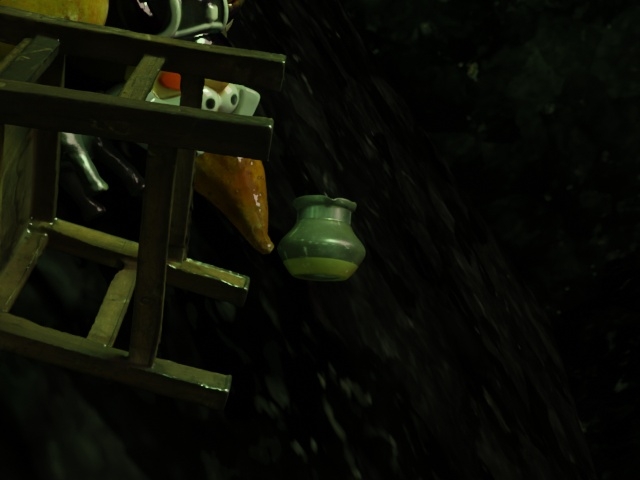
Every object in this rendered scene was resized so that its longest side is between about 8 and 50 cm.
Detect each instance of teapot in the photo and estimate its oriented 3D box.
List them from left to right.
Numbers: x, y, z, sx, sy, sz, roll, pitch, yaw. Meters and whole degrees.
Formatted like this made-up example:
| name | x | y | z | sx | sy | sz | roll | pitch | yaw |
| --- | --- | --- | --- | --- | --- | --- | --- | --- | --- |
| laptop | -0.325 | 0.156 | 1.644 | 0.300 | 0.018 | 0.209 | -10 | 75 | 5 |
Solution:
| name | x | y | z | sx | sy | sz | roll | pitch | yaw |
| --- | --- | --- | --- | --- | --- | --- | --- | --- | --- |
| teapot | 0.000 | 0.000 | 1.506 | 0.165 | 0.130 | 0.119 | 132 | -37 | -76 |

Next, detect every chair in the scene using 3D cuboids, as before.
| name | x | y | z | sx | sy | sz | roll | pitch | yaw |
| --- | --- | --- | --- | --- | --- | --- | --- | --- | --- |
| chair | -0.254 | -0.048 | 0.790 | 0.203 | 0.416 | 0.240 | -86 | -174 | -61 |

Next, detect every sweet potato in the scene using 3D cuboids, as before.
| name | x | y | z | sx | sy | sz | roll | pitch | yaw |
| --- | --- | --- | --- | --- | --- | --- | --- | --- | --- |
| sweet potato | -0.158 | -0.137 | 1.308 | 0.359 | 0.112 | 0.112 | 57 | 16 | 2 |

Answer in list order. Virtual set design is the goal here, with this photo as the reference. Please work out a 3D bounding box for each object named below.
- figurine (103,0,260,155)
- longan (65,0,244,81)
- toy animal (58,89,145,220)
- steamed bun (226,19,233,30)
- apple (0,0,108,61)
| name | x | y | z | sx | sy | sz | roll | pitch | yaw |
| --- | --- | --- | --- | --- | --- | --- | --- | --- | --- |
| figurine | -0.140 | -0.205 | 1.027 | 0.176 | 0.133 | 0.236 | -18 | 113 | -49 |
| longan | -0.219 | -0.318 | 1.163 | 0.243 | 0.300 | 0.300 | 105 | -33 | -59 |
| toy animal | -0.242 | -0.093 | 1.027 | 0.137 | 0.082 | 0.269 | 60 | 13 | -4 |
| steamed bun | -0.208 | -0.336 | 1.416 | 0.170 | 0.153 | 0.239 | 58 | 14 | -2 |
| apple | -0.297 | -0.239 | 0.940 | 0.182 | 0.182 | 0.155 | -74 | 149 | -68 |
